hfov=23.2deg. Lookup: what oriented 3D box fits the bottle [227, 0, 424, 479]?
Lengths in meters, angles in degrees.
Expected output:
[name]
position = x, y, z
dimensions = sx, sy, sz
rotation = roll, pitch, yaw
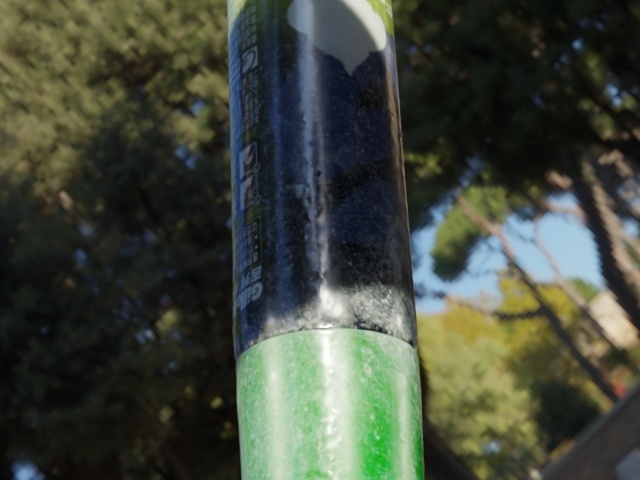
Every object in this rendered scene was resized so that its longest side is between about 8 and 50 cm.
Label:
[bottle]
position = 0.000, 0.000, 0.796
dimensions = 0.093, 0.330, 0.093
rotation = -2, -26, -1
